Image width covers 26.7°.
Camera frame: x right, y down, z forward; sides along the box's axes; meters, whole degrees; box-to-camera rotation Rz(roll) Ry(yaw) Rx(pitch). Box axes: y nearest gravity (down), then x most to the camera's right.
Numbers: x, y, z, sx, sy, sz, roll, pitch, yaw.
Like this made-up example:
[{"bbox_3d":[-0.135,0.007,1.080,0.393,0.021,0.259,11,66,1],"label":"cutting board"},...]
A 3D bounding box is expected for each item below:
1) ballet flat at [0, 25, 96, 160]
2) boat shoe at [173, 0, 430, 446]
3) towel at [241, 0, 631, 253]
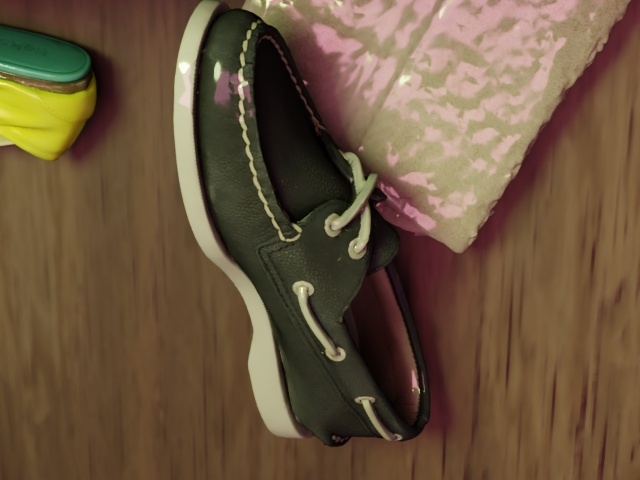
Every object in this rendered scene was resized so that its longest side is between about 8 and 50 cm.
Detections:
[{"bbox_3d":[-0.243,-0.105,0.781,0.231,0.077,0.077,21,127,-2],"label":"ballet flat"},{"bbox_3d":[0.000,0.000,0.726,0.091,0.114,0.302,4,141,19],"label":"boat shoe"},{"bbox_3d":[0.072,-0.144,0.739,0.187,0.049,0.282,30,111,-6],"label":"towel"}]
